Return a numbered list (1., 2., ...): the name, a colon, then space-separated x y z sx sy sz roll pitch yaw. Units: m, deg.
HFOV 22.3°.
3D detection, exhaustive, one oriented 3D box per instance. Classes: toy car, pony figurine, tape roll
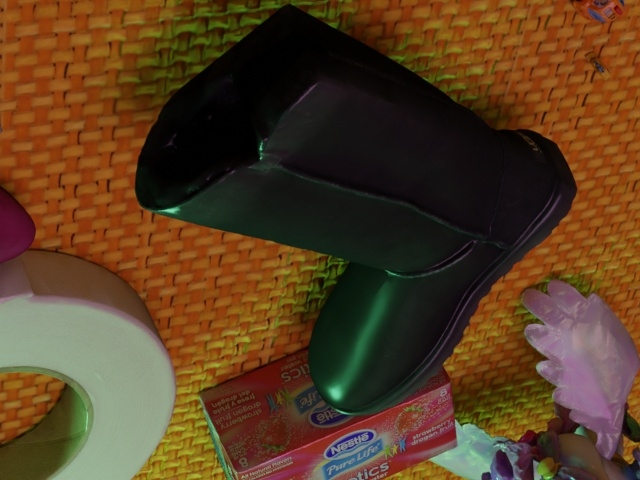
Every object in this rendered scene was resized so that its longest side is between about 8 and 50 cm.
1. toy car: 0.288 -0.210 1.596 0.060 0.040 0.122 -29 140 -1
2. pony figurine: 0.298 0.268 1.916 0.303 0.363 0.351 -38 124 21
3. tape roll: -0.332 0.171 1.592 0.392 0.072 0.392 -17 139 -15

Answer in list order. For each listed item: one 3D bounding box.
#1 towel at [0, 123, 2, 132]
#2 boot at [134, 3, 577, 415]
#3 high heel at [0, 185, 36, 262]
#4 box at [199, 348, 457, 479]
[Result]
1. towel: -0.399 -0.150 1.126 0.324 0.056 0.312 -28 121 -29
2. boot: 0.001 -0.002 1.498 0.367 0.146 0.445 -52 148 16
3. high heel: -0.389 0.018 1.309 0.377 0.181 0.127 4 129 -34
4. box: 0.011 0.199 1.787 0.257 0.122 0.128 -22 139 -10
